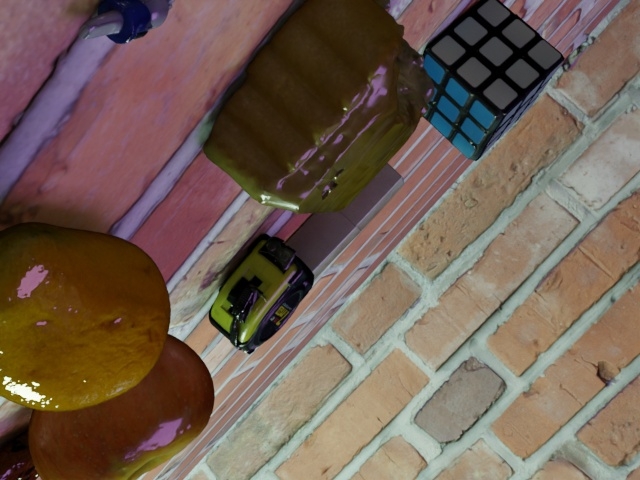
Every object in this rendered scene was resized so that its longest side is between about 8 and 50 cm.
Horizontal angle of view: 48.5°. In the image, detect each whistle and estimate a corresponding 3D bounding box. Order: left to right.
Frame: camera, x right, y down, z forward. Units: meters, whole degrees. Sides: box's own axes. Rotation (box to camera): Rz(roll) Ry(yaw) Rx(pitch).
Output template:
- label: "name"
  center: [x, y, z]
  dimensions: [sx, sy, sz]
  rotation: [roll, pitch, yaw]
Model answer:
- label: "whistle"
  center: [-0.125, -0.143, 0.459]
  dimensions: [0.033, 0.029, 0.083]
  rotation: [-35, -174, 38]

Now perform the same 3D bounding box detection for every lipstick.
- label: "lipstick"
  center: [0.000, 0.000, 1.309]
  dimensions: [0.371, 0.080, 0.076]
  rotation: [-47, 168, 1]

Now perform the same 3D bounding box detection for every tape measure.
- label: "tape measure"
  center: [-0.102, 0.089, 1.173]
  dimensions: [0.186, 0.112, 0.199]
  rotation: [-52, 164, -5]

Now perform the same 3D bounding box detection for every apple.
- label: "apple"
  center: [-0.255, 0.214, 0.902]
  dimensions: [0.235, 0.173, 0.210]
  rotation: [-31, 168, -25]

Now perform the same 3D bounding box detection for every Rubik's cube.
- label: "Rubik's cube"
  center: [0.255, -0.254, 1.127]
  dimensions: [0.163, 0.162, 0.160]
  rotation: [-44, 170, -17]

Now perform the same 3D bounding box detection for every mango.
- label: "mango"
  center: [-0.222, 0.069, 0.629]
  dimensions: [0.177, 0.119, 0.317]
  rotation: [-36, 163, -11]

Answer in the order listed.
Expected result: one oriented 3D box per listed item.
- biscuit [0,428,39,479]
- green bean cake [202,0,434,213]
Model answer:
- label: "biscuit"
  center: [-0.426, 0.319, 0.954]
  dimensions: [0.192, 0.049, 0.192]
  rotation: [-43, 175, -4]
- label: "green bean cake"
  center: [0.016, -0.137, 0.753]
  dimensions: [0.233, 0.124, 0.236]
  rotation: [-49, 168, 14]
